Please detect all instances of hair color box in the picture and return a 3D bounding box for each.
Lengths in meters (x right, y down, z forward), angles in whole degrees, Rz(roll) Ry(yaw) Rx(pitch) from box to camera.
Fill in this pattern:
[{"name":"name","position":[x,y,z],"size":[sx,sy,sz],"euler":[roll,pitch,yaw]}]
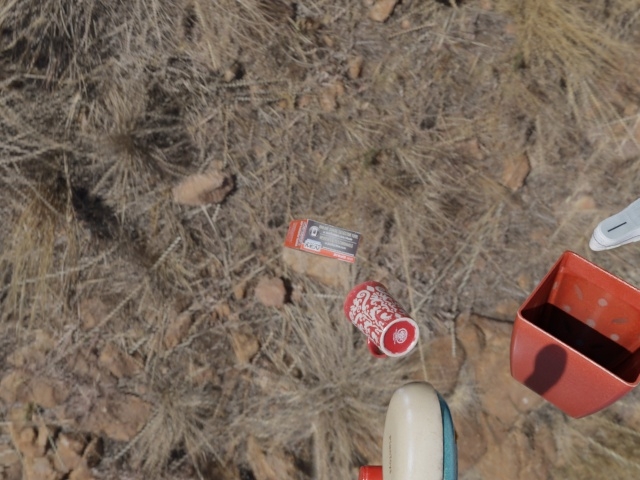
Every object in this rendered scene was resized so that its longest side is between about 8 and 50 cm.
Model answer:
[{"name":"hair color box","position":[0.000,0.000,1.212],"size":[0.093,0.167,0.053],"euler":[15,87,-11]}]

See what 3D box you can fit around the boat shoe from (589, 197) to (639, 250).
[{"name":"boat shoe","position":[0.703,-0.039,1.627],"size":[0.226,0.083,0.076],"euler":[-16,158,-14]}]

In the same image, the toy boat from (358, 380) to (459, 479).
[{"name":"toy boat","position":[0.177,0.406,1.312],"size":[0.148,0.267,0.318],"euler":[10,147,-8]}]

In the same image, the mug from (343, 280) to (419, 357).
[{"name":"mug","position":[0.143,0.184,1.557],"size":[0.113,0.169,0.150],"euler":[-35,118,-7]}]

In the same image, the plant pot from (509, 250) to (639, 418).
[{"name":"plant pot","position":[0.573,0.232,1.604],"size":[0.267,0.267,0.236],"euler":[-40,153,-37]}]
